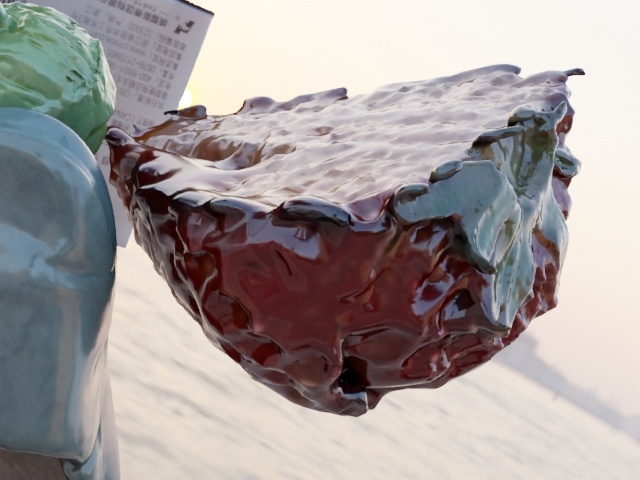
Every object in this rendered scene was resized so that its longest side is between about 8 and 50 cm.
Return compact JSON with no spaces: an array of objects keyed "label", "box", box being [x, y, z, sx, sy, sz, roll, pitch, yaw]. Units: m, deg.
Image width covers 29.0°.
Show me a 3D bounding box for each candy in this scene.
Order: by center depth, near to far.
[{"label":"candy","box":[-0.180,-0.153,0.551,0.093,0.092,0.335,23,-32,35]}]

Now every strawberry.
[{"label":"strawberry","box":[0.001,0.006,0.673,0.280,0.150,0.253,-5,20,19]}]

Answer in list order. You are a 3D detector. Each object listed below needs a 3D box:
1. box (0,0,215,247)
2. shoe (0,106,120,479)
[{"label":"box","box":[-0.233,-0.124,0.885,0.260,0.194,0.111,18,8,-41]},{"label":"shoe","box":[-0.151,0.063,0.601,0.103,0.251,0.100,4,29,9]}]
